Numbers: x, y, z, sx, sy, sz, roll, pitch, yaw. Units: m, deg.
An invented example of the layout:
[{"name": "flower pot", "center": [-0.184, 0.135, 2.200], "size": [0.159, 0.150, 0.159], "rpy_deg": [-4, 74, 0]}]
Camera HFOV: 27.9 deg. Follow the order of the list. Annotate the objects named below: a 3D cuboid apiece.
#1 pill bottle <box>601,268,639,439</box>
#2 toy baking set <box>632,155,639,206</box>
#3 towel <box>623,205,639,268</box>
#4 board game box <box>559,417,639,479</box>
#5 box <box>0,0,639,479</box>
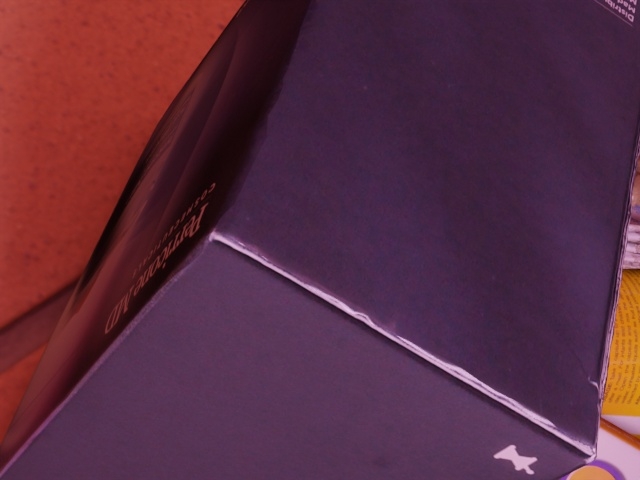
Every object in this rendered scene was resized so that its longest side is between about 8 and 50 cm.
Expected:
[{"name": "pill bottle", "center": [0.172, 0.071, 0.830], "size": [0.208, 0.117, 0.117], "rpy_deg": [7, 58, -28]}, {"name": "toy baking set", "center": [0.158, -0.079, 0.889], "size": [0.197, 0.030, 0.256], "rpy_deg": [25, 24, 24]}, {"name": "towel", "center": [0.193, -0.033, 0.893], "size": [0.285, 0.034, 0.209], "rpy_deg": [3, 24, -33]}, {"name": "board game box", "center": [0.152, 0.168, 0.759], "size": [0.259, 0.124, 0.039], "rpy_deg": [31, 9, -10]}, {"name": "box", "center": [0.000, 0.000, 0.646], "size": [0.183, 0.296, 0.294], "rpy_deg": [30, 49, -14]}]
